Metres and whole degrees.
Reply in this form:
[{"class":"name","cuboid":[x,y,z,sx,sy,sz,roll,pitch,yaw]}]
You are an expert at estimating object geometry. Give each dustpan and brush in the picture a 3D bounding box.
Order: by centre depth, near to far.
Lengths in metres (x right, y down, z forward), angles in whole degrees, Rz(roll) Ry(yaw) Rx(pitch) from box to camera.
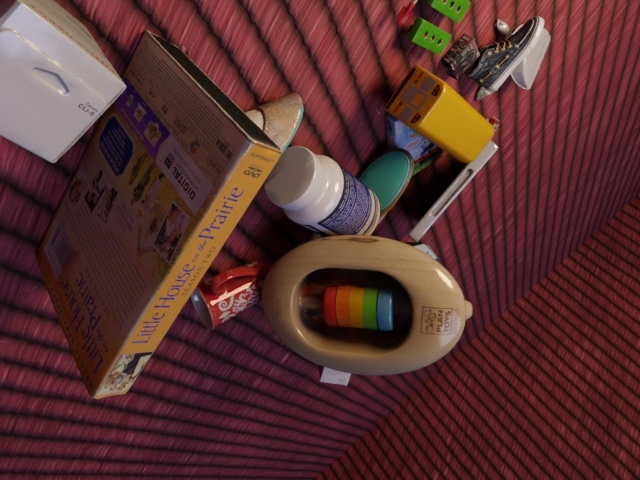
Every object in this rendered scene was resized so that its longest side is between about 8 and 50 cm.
[{"class":"dustpan and brush","cuboid":[0.483,-0.477,1.118,0.211,0.060,0.147,13,100,-53]}]

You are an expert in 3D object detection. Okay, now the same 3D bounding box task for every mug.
[{"class":"mug","cuboid":[-0.191,0.116,1.047,0.169,0.113,0.150,-24,-176,-30]}]

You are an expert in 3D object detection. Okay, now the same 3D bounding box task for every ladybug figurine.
[{"class":"ladybug figurine","cuboid":[0.097,0.132,1.011,0.162,0.449,0.305,-30,123,-69]}]

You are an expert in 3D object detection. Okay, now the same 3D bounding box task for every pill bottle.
[{"class":"pill bottle","cuboid":[0.008,-0.092,0.989,0.153,0.153,0.265,-49,146,11]}]

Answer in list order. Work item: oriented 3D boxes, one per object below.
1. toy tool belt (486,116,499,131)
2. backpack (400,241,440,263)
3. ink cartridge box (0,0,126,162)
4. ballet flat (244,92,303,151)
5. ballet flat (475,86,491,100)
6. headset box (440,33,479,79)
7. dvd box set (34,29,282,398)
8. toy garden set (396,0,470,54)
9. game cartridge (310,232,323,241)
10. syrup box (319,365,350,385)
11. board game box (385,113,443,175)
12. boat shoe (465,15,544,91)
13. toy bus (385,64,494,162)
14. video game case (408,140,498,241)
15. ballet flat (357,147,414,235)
[{"class":"toy tool belt","cuboid":[0.473,-0.318,1.300,0.051,0.052,0.083,-54,165,-45]},{"class":"backpack","cuboid":[0.158,0.134,1.220,0.355,0.273,0.290,-41,154,23]},{"class":"ink cartridge box","cuboid":[-0.330,-0.202,0.511,0.127,0.176,0.128,-45,146,5]},{"class":"ballet flat","cuboid":[-0.153,-0.144,0.822,0.106,0.107,0.316,23,110,-46]},{"class":"ballet flat","cuboid":[0.439,-0.403,1.170,0.041,0.041,0.114,0,129,-44]},{"class":"headset box","cuboid":[0.320,-0.418,1.042,0.083,0.032,0.062,-46,146,9]},{"class":"dvd box set","cuboid":[-0.259,-0.038,0.650,0.062,0.307,0.420,12,119,-52]},{"class":"toy garden set","cuboid":[0.220,-0.493,0.850,0.204,0.049,0.244,-3,131,-45]},{"class":"game cartridge","cuboid":[0.000,0.000,1.208,0.056,0.017,0.083,-35,145,-16]},{"class":"syrup box","cuboid":[0.066,0.338,1.464,0.093,0.096,0.237,11,115,-8]},{"class":"board game box","cuboid":[0.237,-0.254,1.137,0.160,0.039,0.211,-33,144,-13]},{"class":"boat shoe","cuboid":[0.419,-0.436,1.056,0.083,0.065,0.183,22,126,-16]},{"class":"toy bus","cuboid":[0.277,-0.263,1.015,0.333,0.130,0.108,12,119,-50]},{"class":"video game case","cuboid":[0.369,-0.137,1.274,0.300,0.036,0.329,-52,171,18]},{"class":"ballet flat","cuboid":[0.127,-0.083,1.167,0.342,0.116,0.124,-60,162,20]}]
